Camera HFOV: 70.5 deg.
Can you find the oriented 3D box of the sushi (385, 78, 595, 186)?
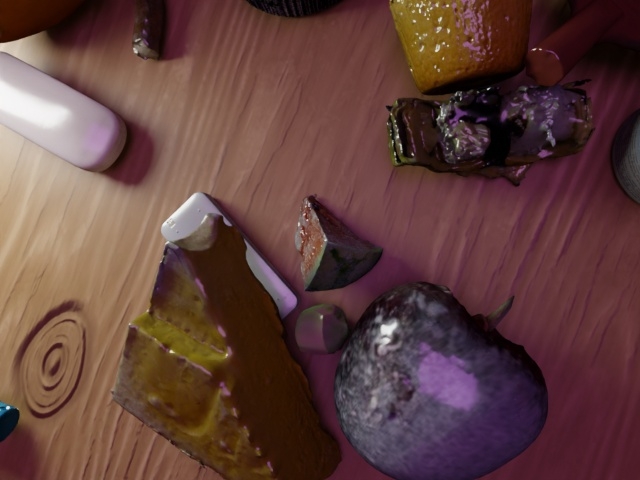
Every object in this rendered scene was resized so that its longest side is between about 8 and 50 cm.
[{"bbox_3d":[0.243,-0.151,0.651,0.291,0.131,0.139,-4,87,-3],"label":"sushi"}]

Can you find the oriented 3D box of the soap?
[{"bbox_3d":[-0.083,0.176,0.622,0.339,0.169,0.304,30,119,8],"label":"soap"}]

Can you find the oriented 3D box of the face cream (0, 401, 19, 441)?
[{"bbox_3d":[-0.676,0.254,0.770,0.337,0.080,0.163,18,88,8],"label":"face cream"}]

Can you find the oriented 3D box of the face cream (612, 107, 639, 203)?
[{"bbox_3d":[0.513,-0.128,0.601,0.177,0.153,0.177,0,88,6],"label":"face cream"}]

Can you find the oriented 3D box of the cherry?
[{"bbox_3d":[0.152,0.184,0.601,0.255,0.218,0.296,39,106,4],"label":"cherry"}]

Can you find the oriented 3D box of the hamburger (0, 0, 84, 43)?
[{"bbox_3d":[-0.510,-0.488,0.645,0.396,0.396,0.277,-33,82,5],"label":"hamburger"}]

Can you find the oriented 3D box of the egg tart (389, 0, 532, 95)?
[{"bbox_3d":[0.207,-0.294,0.640,0.203,0.202,0.147,-11,98,7],"label":"egg tart"}]

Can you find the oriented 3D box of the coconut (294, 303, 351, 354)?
[{"bbox_3d":[0.006,0.135,0.688,0.081,0.082,0.083,-7,117,22],"label":"coconut"}]

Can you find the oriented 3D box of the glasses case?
[{"bbox_3d":[-0.466,-0.220,0.771,0.297,0.075,0.113,30,90,7],"label":"glasses case"}]

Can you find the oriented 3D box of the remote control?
[{"bbox_3d":[-0.147,0.039,0.735,0.103,0.034,0.250,-44,83,4],"label":"remote control"}]

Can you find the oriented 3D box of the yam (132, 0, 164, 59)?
[{"bbox_3d":[-0.295,-0.430,0.771,0.057,0.057,0.241,0,88,7],"label":"yam"}]

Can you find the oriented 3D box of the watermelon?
[{"bbox_3d":[-0.004,0.010,0.686,0.158,0.121,0.098,43,114,11],"label":"watermelon"}]

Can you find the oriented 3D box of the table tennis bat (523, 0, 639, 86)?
[{"bbox_3d":[0.427,-0.348,0.621,0.415,0.051,0.268,-42,84,-15],"label":"table tennis bat"}]

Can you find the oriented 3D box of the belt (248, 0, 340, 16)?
[{"bbox_3d":[-0.020,-0.515,0.709,0.260,0.122,0.325,40,95,1],"label":"belt"}]
